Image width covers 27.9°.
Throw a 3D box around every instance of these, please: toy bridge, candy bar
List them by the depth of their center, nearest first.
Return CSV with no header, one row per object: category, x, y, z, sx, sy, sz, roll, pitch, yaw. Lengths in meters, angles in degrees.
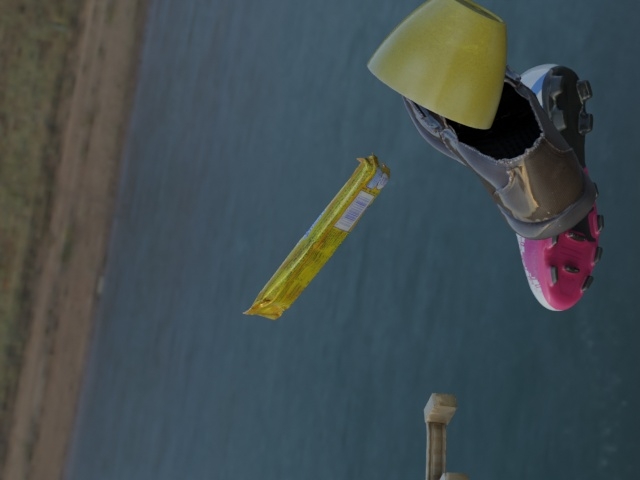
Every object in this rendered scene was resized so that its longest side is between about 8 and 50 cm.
candy bar,0.000,0.000,1.000,0.161,0.040,0.018,-53,54,12
toy bridge,0.116,0.234,1.170,0.063,0.026,0.188,110,160,-47

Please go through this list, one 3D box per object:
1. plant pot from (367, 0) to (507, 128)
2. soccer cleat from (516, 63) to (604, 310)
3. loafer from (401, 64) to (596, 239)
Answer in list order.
plant pot,0.125,-0.180,1.229,0.095,0.134,0.134,-63,19,18
soccer cleat,0.294,-0.069,1.726,0.143,0.116,0.331,-8,77,51
loafer,0.188,-0.153,1.463,0.130,0.133,0.366,57,177,-42
